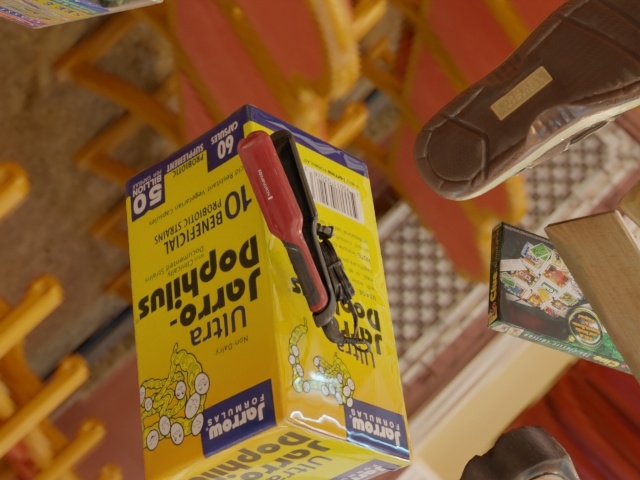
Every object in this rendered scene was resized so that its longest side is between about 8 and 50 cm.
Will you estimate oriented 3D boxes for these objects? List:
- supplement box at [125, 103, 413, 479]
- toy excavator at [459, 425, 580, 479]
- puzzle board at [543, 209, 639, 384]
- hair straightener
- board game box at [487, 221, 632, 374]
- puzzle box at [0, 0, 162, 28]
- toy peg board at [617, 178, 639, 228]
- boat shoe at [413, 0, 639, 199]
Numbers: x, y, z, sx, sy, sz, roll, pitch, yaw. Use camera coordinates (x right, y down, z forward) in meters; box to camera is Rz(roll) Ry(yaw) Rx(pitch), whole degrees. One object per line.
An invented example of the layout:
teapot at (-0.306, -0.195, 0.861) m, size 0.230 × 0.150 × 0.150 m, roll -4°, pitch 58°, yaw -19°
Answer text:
supplement box at (-0.060, 0.077, 1.600) m, size 0.194 × 0.356 × 0.195 m, roll -29°, pitch 145°, yaw 33°
toy excavator at (0.150, 0.448, 1.456) m, size 0.445 × 0.222 × 0.433 m, roll -39°, pitch 138°, yaw 0°
puzzle board at (0.198, 0.039, 0.985) m, size 0.011 × 0.128 × 0.096 m, roll -35°, pitch -174°, yaw -18°
hair straightener at (0.000, 0.000, 1.473) m, size 0.047 × 0.230 × 0.089 m, roll -32°, pitch 170°, yaw 31°
board game box at (0.320, 0.078, 1.916) m, size 0.030 × 0.259 × 0.136 m, roll -39°, pitch -142°, yaw 51°
puzzle box at (-0.348, -0.263, 1.208) m, size 0.272 × 0.409 × 0.052 m, roll 5°, pitch -101°, yaw 59°
toy peg board at (0.396, -0.041, 1.457) m, size 0.160 × 0.161 × 0.079 m, roll -44°, pitch 175°, yaw -13°
boat shoe at (0.186, -0.119, 1.176) m, size 0.257 × 0.095 × 0.095 m, roll -30°, pitch 169°, yaw 10°
